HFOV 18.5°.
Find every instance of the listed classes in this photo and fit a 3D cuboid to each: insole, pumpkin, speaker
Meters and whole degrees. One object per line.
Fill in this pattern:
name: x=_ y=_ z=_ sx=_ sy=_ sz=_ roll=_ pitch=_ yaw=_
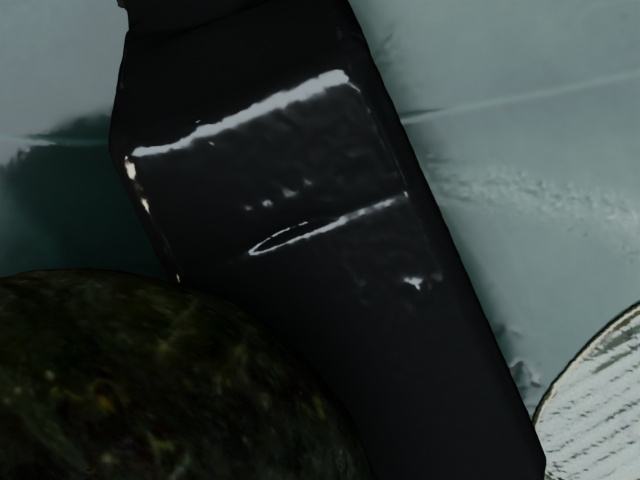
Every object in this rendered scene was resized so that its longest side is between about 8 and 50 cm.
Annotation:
insole: x=0.297 y=0.065 z=1.361 sx=0.348 sy=0.009 sz=0.119 roll=-31 pitch=99 yaw=8
pumpkin: x=-0.161 y=0.229 z=1.105 sx=0.344 sy=0.454 sz=0.454 roll=19 pitch=107 yaw=41
speaker: x=0.000 y=0.000 z=1.304 sx=0.180 sy=0.184 sz=0.388 roll=-21 pitch=112 yaw=8
